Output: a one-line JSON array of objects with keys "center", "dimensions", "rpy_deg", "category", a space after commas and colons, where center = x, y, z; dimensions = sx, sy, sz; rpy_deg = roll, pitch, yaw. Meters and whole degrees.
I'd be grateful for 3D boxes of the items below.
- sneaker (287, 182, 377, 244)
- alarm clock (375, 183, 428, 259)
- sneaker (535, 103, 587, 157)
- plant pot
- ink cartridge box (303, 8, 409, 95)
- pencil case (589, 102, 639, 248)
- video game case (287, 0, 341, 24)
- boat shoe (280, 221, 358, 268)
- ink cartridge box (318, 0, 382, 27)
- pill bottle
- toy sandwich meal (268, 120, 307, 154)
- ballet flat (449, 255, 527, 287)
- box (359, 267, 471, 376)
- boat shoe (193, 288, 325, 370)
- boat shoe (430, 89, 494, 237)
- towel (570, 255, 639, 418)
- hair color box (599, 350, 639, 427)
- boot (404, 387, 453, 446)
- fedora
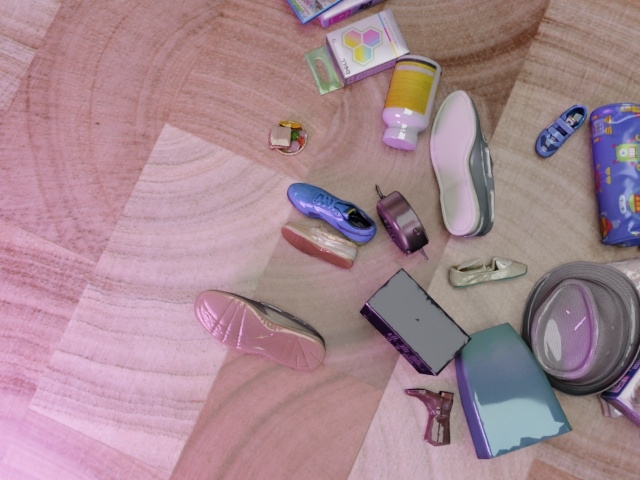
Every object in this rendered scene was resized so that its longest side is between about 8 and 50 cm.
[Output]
[{"center": [0.027, -0.070, 1.686], "dimensions": [0.209, 0.082, 0.069], "rpy_deg": [32, 67, 5], "category": "sneaker"}, {"center": [0.157, -0.048, 1.673], "dimensions": [0.064, 0.129, 0.192], "rpy_deg": [-29, 54, -1], "category": "alarm clock"}, {"center": [0.516, -0.239, 1.725], "dimensions": [0.053, 0.059, 0.144], "rpy_deg": [42, 85, 4], "category": "sneaker"}, {"center": [0.360, 0.294, 1.602], "dimensions": [0.165, 0.166, 0.234], "rpy_deg": [-18, 74, -2], "category": "plant pot"}, {"center": [0.076, -0.408, 1.751], "dimensions": [0.209, 0.062, 0.109], "rpy_deg": [-22, 83, -2], "category": "ink cartridge box"}, {"center": [0.640, -0.133, 1.677], "dimensions": [0.133, 0.119, 0.306], "rpy_deg": [-6, 81, 17], "category": "pencil case"}, {"center": [0.001, -0.557, 1.740], "dimensions": [0.166, 0.015, 0.119], "rpy_deg": [-33, 84, -3], "category": "video game case"}, {"center": [0.000, 0.000, 1.698], "dimensions": [0.170, 0.063, 0.059], "rpy_deg": [27, 60, 5], "category": "boat shoe"}, {"center": [0.106, -0.620, 1.783], "dimensions": [0.311, 0.065, 0.186], "rpy_deg": [-26, 83, 0], "category": "ink cartridge box"}, {"center": [0.189, -0.292, 1.712], "dimensions": [0.103, 0.103, 0.184], "rpy_deg": [15, 82, 3], "category": "pill bottle"}, {"center": [-0.070, -0.224, 1.741], "dimensions": [0.085, 0.029, 0.086], "rpy_deg": [0, 82, 0], "category": "toy sandwich meal"}, {"center": [0.351, 0.059, 1.679], "dimensions": [0.168, 0.057, 0.053], "rpy_deg": [-12, 110, -2], "category": "ballet flat"}, {"center": [0.176, 0.163, 1.566], "dimensions": [0.184, 0.261, 0.103], "rpy_deg": [43, 84, 6], "category": "box"}, {"center": [-0.121, 0.178, 1.653], "dimensions": [0.285, 0.092, 0.103], "rpy_deg": [22, 102, 1], "category": "boat shoe"}, {"center": [0.311, -0.159, 1.713], "dimensions": [0.099, 0.116, 0.320], "rpy_deg": [11, 70, -41], "category": "boat shoe"}, {"center": [0.708, 0.183, 1.666], "dimensions": [0.331, 0.053, 0.317], "rpy_deg": [-11, 82, -2], "category": "towel"}, {"center": [0.731, 0.224, 1.581], "dimensions": [0.173, 0.105, 0.347], "rpy_deg": [38, 84, 5], "category": "hair color box"}, {"center": [0.219, 0.364, 1.652], "dimensions": [0.106, 0.037, 0.114], "rpy_deg": [7, 86, 4], "category": "boot"}, {"center": [0.499, 0.168, 1.587], "dimensions": [0.243, 0.124, 0.276], "rpy_deg": [17, 89, 33], "category": "fedora"}]
